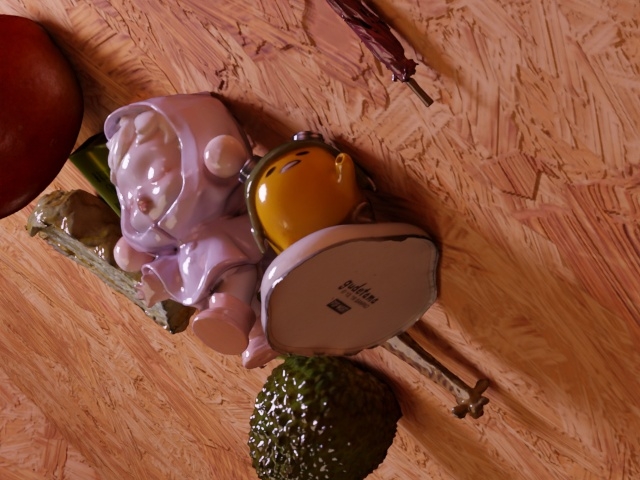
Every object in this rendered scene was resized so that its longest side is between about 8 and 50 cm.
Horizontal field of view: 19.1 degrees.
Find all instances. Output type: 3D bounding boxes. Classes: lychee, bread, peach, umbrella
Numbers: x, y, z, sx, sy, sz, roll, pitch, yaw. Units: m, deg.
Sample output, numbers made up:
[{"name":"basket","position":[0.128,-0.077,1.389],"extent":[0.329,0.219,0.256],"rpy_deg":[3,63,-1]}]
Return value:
[{"name":"lychee","position":[-0.004,0.199,2.011],"extent":[0.171,0.171,0.171],"rpy_deg":[40,161,17]},{"name":"bread","position":[-0.247,0.018,2.301],"extent":[0.232,0.088,0.128],"rpy_deg":[34,169,13]},{"name":"peach","position":[-0.366,-0.126,2.011],"extent":[0.199,0.243,0.243],"rpy_deg":[37,161,7]},{"name":"umbrella","position":[0.028,-0.162,1.388],"extent":[0.165,0.027,0.025],"rpy_deg":[48,117,-2]}]

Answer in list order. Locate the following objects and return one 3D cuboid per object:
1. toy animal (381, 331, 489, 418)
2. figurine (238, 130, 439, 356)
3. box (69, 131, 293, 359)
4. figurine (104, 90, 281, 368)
[{"name":"toy animal","position":[0.051,0.087,1.837],"extent":[0.275,0.054,0.149],"rpy_deg":[25,155,46]},{"name":"figurine","position":[0.000,0.000,1.659],"extent":[0.141,0.166,0.250],"rpy_deg":[59,180,25]},{"name":"box","position":[-0.143,0.005,2.098],"extent":[0.311,0.043,0.173],"rpy_deg":[50,161,-13]},{"name":"figurine","position":[-0.105,-0.017,1.714],"extent":[0.200,0.133,0.276],"rpy_deg":[-43,61,42]}]
